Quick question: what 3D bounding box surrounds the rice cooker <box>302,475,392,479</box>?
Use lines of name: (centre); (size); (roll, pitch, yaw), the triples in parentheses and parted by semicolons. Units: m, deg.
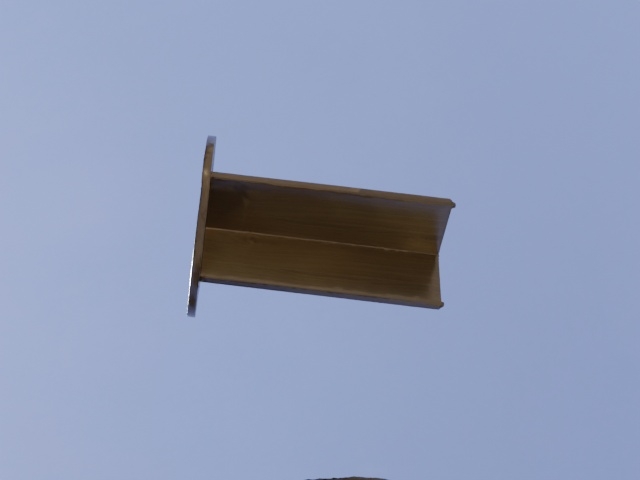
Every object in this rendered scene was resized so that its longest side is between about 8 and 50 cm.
rice cooker: (-0.028, 0.310, 1.016); (0.267, 0.267, 0.224); (13, -122, -42)

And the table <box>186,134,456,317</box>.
table: (0.000, 0.000, 1.235); (0.227, 0.167, 0.167); (7, -120, -5)
